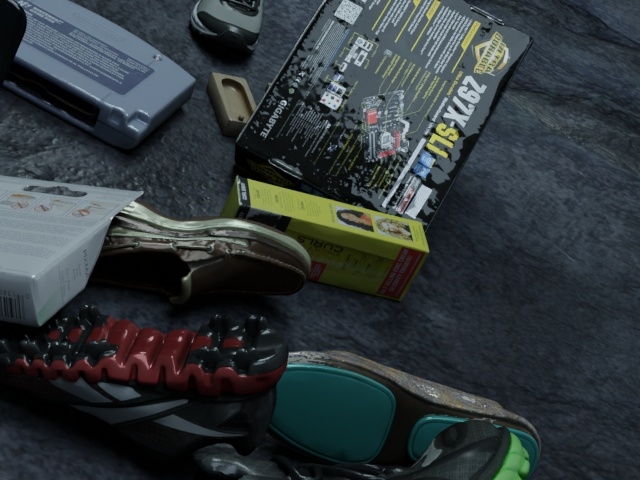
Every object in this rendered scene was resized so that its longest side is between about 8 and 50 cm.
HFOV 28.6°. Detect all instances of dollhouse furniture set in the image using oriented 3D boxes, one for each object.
[{"bbox_3d":[-0.053,-0.216,1.660,0.151,0.123,0.144,8,36,-26],"label":"dollhouse furniture set"}]

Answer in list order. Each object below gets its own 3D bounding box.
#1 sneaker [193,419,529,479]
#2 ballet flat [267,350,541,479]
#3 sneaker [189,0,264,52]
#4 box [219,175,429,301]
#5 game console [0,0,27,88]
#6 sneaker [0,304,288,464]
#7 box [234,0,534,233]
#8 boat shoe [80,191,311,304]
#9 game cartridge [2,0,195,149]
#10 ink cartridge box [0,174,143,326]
[{"bbox_3d":[0.002,0.231,1.007,0.202,0.185,0.482,45,36,21],"label":"sneaker"},{"bbox_3d":[0.063,0.171,1.234,0.316,0.108,0.106,21,12,-18],"label":"ballet flat"},{"bbox_3d":[-0.126,-0.365,1.841,0.100,0.108,0.271,19,34,-14],"label":"sneaker"},{"bbox_3d":[0.000,0.000,1.427,0.232,0.087,0.058,14,36,-20],"label":"box"},{"bbox_3d":[-0.490,-0.187,1.282,0.293,0.250,0.173,24,6,-3],"label":"game console"},{"bbox_3d":[-0.164,0.133,1.110,0.276,0.135,0.098,3,24,8],"label":"sneaker"},{"bbox_3d":[0.079,-0.175,1.567,0.257,0.079,0.322,29,73,3],"label":"box"},{"bbox_3d":[-0.136,0.030,1.297,0.257,0.095,0.095,10,47,-11],"label":"boat shoe"},{"bbox_3d":[-0.312,-0.227,1.565,0.294,0.060,0.196,29,36,4],"label":"game cartridge"},{"bbox_3d":[-0.294,0.003,1.195,0.181,0.056,0.225,8,22,16],"label":"ink cartridge box"}]
